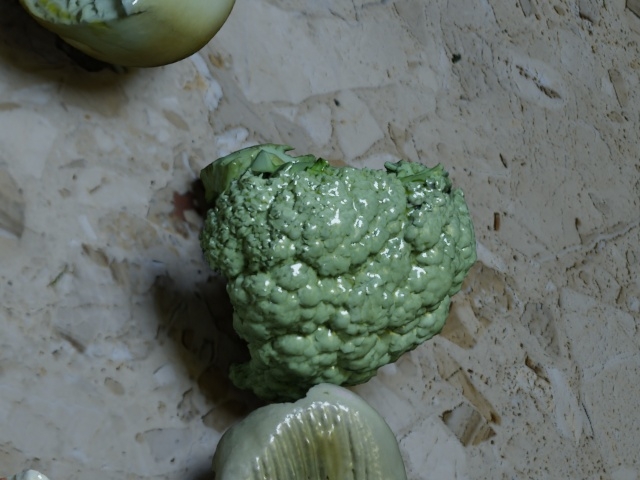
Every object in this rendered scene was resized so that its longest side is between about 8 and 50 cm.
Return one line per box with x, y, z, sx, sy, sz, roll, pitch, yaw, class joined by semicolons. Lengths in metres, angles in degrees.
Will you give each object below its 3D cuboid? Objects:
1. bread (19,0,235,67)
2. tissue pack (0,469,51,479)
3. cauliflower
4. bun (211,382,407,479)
-0.201;-0.296;1.461;0.333;0.160;0.333;46;33;-41;bread
-0.212;0.291;1.302;0.148;0.092;0.196;37;52;-27;tissue pack
0.000;0.000;1.541;0.272;0.275;0.250;-28;61;-28;cauliflower
-0.020;0.213;1.475;0.178;0.128;0.193;-5;96;-20;bun
